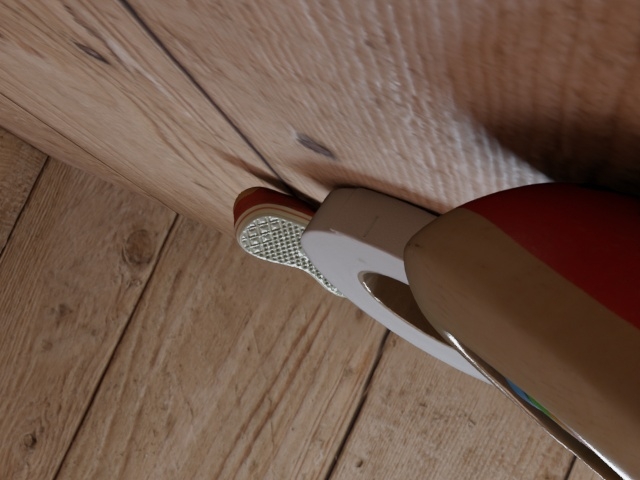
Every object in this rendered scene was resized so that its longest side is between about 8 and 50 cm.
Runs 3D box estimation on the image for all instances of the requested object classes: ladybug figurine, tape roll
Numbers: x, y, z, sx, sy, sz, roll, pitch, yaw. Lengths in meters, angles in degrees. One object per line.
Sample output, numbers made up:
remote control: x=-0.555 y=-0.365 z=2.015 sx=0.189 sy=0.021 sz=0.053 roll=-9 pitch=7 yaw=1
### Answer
ladybug figurine: x=0.221 y=0.077 z=0.827 sx=0.305 sy=0.162 sz=0.449 roll=43 pitch=178 yaw=-31
tape roll: x=0.151 y=0.070 z=1.514 sx=0.392 sy=0.072 sz=0.392 roll=31 pitch=166 yaw=9

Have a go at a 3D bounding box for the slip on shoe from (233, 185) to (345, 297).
slip on shoe: x=0.000 y=0.000 z=1.834 sx=0.331 sy=0.123 sz=0.101 roll=22 pitch=-150 yaw=-35
